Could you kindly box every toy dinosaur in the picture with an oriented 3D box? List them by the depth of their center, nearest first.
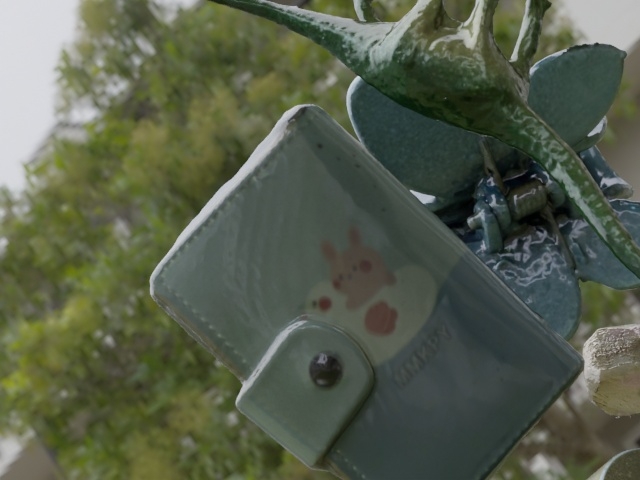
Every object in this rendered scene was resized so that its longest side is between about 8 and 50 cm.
[{"bbox_3d":[0.102,-0.091,1.350,0.447,0.301,0.087,4,-23,10],"label":"toy dinosaur"}]

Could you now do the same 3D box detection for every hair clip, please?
[{"bbox_3d":[0.218,-0.048,1.898,0.318,0.392,0.238,-24,2,-7],"label":"hair clip"}]

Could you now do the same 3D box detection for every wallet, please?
[{"bbox_3d":[0.037,0.079,1.462,0.252,0.360,0.083,-48,3,-14],"label":"wallet"}]

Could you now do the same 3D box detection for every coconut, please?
[{"bbox_3d":[0.375,0.154,1.960,0.124,0.110,0.110,-7,-16,16],"label":"coconut"}]

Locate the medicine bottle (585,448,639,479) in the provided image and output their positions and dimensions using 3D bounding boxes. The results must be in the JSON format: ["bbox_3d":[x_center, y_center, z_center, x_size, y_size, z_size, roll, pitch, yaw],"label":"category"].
[{"bbox_3d":[0.221,0.329,1.467,0.151,0.151,0.322,-17,-25,-41],"label":"medicine bottle"}]
